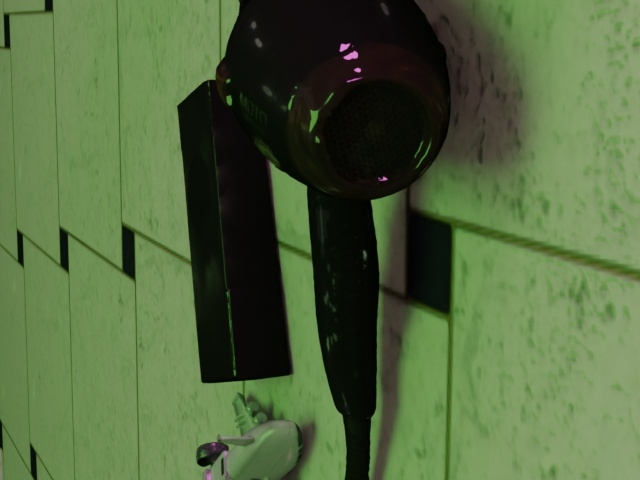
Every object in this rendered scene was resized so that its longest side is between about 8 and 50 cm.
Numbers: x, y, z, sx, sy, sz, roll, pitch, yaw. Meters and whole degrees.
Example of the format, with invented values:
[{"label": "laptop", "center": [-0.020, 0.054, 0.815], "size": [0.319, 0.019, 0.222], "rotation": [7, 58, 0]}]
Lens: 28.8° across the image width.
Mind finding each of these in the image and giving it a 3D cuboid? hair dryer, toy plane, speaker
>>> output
[{"label": "hair dryer", "center": [0.000, 0.000, 0.737], "size": [0.303, 0.120, 0.359], "rotation": [-123, 27, -63]}, {"label": "toy plane", "center": [-0.055, 0.172, 0.909], "size": [0.171, 0.066, 0.162], "rotation": [111, 158, -53]}, {"label": "speaker", "center": [-0.066, -0.005, 0.925], "size": [0.082, 0.044, 0.218], "rotation": [160, 105, -66]}]
